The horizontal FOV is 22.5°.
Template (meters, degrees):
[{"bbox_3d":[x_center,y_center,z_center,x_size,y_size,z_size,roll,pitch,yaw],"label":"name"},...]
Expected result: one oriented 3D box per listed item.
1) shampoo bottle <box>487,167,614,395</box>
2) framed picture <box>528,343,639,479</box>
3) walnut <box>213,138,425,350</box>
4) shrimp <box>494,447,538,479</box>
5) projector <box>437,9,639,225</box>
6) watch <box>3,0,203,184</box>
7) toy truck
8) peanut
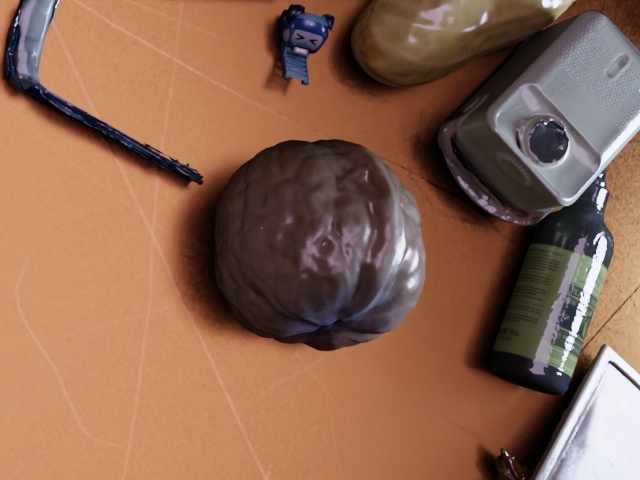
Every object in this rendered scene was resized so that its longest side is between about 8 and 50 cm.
[{"bbox_3d":[0.294,0.042,1.956,0.101,0.101,0.283,23,80,-15],"label":"shampoo bottle"},{"bbox_3d":[0.355,0.302,1.959,0.211,0.020,0.289,42,62,-15],"label":"framed picture"},{"bbox_3d":[-0.001,0.001,1.804,0.248,0.248,0.248,1,87,-17],"label":"walnut"},{"bbox_3d":[0.272,0.384,1.954,0.154,0.062,0.294,-25,96,-11],"label":"shrimp"},{"bbox_3d":[0.266,-0.139,1.919,0.242,0.177,0.163,-45,98,-14],"label":"projector"},{"bbox_3d":[-0.203,-0.242,1.834,0.275,0.068,0.276,26,79,-14],"label":"watch"},{"bbox_3d":[-0.024,-0.226,1.885,0.056,0.073,0.090,14,82,-16],"label":"toy truck"},{"bbox_3d":[0.180,-0.289,1.921,0.319,0.147,0.147,-25,95,-15],"label":"peanut"}]
